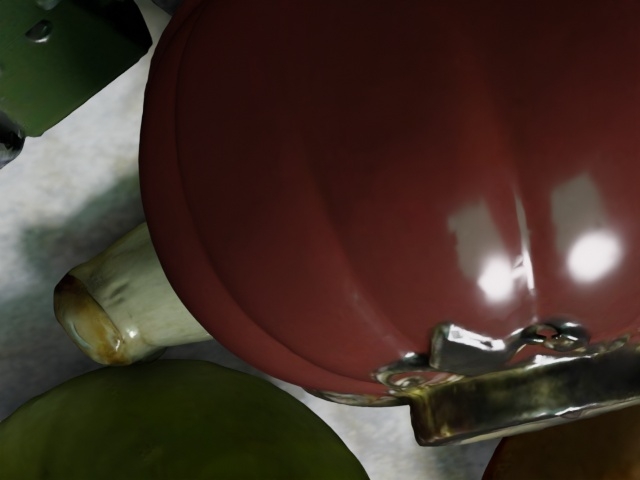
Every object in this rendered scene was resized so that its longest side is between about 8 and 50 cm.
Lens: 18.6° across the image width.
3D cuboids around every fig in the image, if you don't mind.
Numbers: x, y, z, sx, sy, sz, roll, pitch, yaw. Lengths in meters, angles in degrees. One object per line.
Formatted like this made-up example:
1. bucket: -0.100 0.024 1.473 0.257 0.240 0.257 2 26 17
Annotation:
1. fig: -0.078 0.221 1.186 0.316 0.316 0.316 -12 140 -11

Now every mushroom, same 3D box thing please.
1. mushroom: 0.000 0.000 1.101 0.312 0.081 0.100 -17 -175 9

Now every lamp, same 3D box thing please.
1. lamp: 0.069 -0.042 0.870 0.303 0.257 0.303 -13 170 -2

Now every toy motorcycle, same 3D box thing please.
1. toy motorcycle: -0.161 -0.140 0.874 0.205 0.127 0.275 -35 145 17

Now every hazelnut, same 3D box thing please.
1. hazelnut: 0.211 0.185 1.349 0.210 0.186 0.210 -11 122 -18
